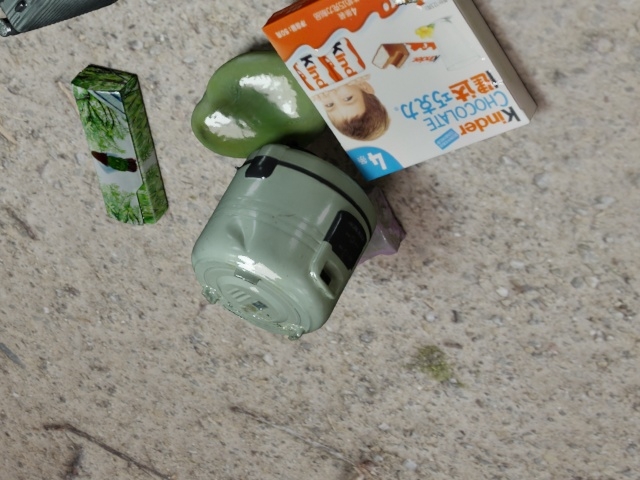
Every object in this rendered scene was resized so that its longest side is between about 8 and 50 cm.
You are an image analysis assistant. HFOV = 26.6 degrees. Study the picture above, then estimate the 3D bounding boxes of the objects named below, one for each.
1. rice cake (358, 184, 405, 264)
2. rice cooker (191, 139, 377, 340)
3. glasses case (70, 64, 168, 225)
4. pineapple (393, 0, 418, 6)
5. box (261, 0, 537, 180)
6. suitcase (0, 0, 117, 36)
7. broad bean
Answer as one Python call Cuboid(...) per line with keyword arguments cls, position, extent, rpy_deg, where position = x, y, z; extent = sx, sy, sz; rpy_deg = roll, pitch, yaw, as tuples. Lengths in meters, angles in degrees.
Cuboid(cls="rice cake", position=(0.002, 0.001, 2.067), extent=(0.298, 0.050, 0.106), rpy_deg=(-17, 118, 45))
Cuboid(cls="rice cooker", position=(-0.043, -0.004, 1.878), extent=(0.226, 0.244, 0.226), rpy_deg=(20, 151, 12))
Cuboid(cls="glasses case", position=(-0.318, -0.145, 2.149), extent=(0.095, 0.062, 0.272), rpy_deg=(15, 137, 25))
Cuboid(cls="pineapple", position=(0.122, -0.387, 1.543), extent=(0.135, 0.079, 0.233), rpy_deg=(-5, 118, 28))
Cuboid(cls="box", position=(0.100, -0.223, 1.746), extent=(0.273, 0.048, 0.265), rpy_deg=(-20, 117, 38))
Cuboid(cls="suitcase", position=(-0.310, -0.390, 1.779), extent=(0.312, 0.202, 0.128), rpy_deg=(-31, 87, 48))
Cuboid(cls="broad bean", position=(-0.084, -0.183, 1.909), extent=(0.169, 0.100, 0.228), rpy_deg=(37, 141, -13))
